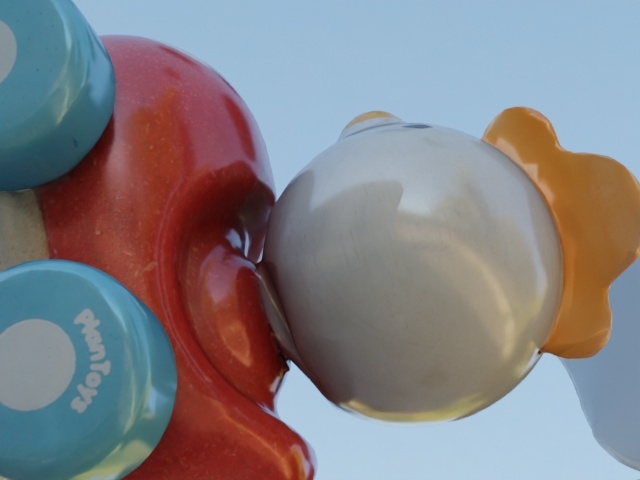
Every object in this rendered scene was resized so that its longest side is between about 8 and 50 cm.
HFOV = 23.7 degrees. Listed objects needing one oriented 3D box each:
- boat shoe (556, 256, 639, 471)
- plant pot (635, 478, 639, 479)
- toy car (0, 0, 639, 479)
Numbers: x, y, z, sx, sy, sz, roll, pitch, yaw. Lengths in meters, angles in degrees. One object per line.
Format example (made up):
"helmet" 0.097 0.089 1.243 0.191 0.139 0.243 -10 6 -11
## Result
"boat shoe" 0.233 0.065 0.953 0.156 0.367 0.136 12 -83 -12
"plant pot" 0.294 0.335 1.109 0.284 0.191 0.284 -2 -70 -5
"toy car" 0.000 0.000 0.577 0.237 0.210 0.219 -16 -21 5
